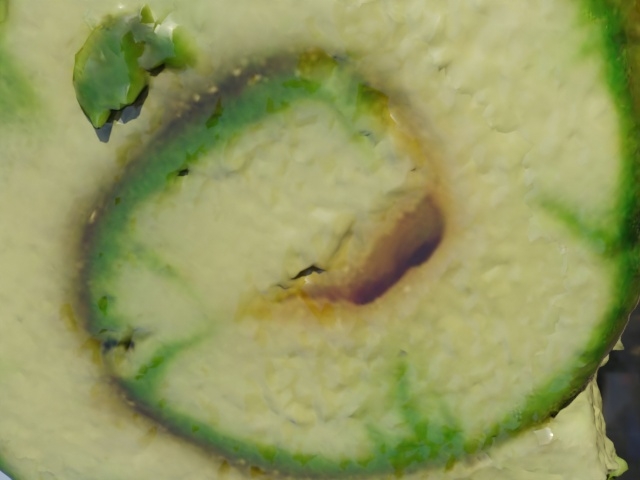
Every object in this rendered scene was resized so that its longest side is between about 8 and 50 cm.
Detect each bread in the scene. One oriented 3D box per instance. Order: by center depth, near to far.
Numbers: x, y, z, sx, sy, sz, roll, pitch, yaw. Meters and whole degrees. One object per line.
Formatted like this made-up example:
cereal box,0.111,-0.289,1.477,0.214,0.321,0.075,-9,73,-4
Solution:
bread,0.000,0.000,0.564,0.366,0.382,0.129,-42,16,24
